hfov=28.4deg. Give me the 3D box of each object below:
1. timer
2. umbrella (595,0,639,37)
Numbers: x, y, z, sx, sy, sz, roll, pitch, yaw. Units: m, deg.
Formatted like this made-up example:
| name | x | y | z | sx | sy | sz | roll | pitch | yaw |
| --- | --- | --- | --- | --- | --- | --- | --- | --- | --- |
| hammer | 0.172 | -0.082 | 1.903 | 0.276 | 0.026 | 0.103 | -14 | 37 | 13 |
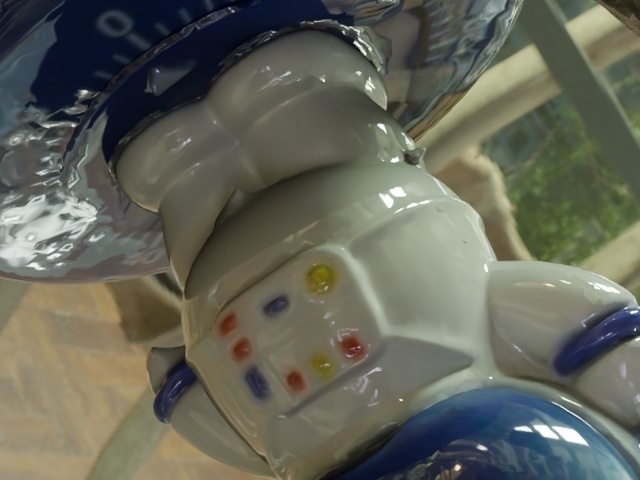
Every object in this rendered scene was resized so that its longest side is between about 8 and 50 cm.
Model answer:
| name | x | y | z | sx | sy | sz | roll | pitch | yaw |
| --- | --- | --- | --- | --- | --- | --- | --- | --- | --- |
| timer | 0.000 | 0.000 | 0.422 | 0.383 | 0.270 | 0.270 | 62 | 15 | 22 |
| umbrella | 0.148 | -0.162 | 0.596 | 0.349 | 0.143 | 0.094 | 52 | -32 | 42 |
